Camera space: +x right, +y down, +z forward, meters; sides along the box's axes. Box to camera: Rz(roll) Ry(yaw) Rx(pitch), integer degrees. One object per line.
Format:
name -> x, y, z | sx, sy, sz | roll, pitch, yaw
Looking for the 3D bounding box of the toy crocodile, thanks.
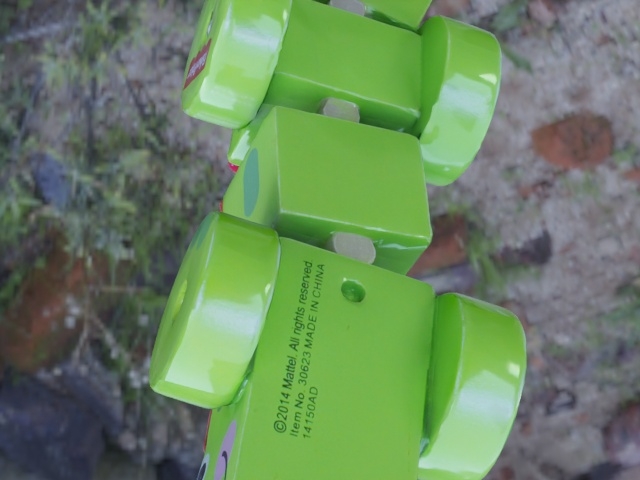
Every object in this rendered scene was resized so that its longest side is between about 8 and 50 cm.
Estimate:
toy crocodile -> 0.000, 0.000, 0.562 | 0.115, 0.341, 0.105 | 15, 140, -15
